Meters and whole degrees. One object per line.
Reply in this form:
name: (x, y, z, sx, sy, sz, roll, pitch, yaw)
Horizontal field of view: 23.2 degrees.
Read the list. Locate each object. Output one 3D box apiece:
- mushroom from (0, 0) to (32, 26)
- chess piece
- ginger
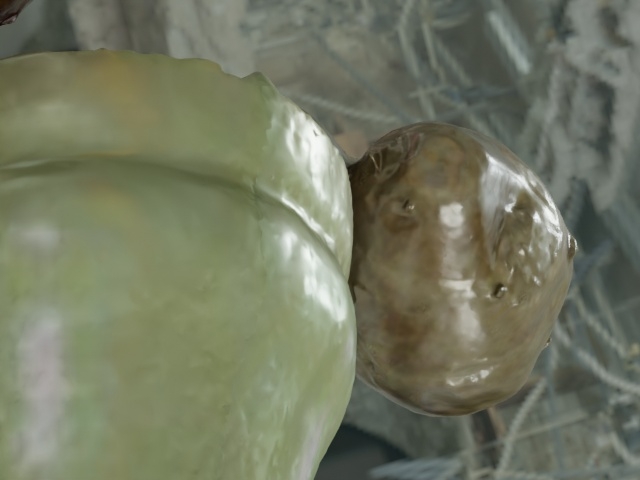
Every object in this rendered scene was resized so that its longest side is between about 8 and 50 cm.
mushroom: (-0.263, -0.250, 0.861, 0.356, 0.334, 0.331, 32, 66, -66)
chess piece: (-0.089, 0.165, 0.582, 0.234, 0.234, 0.442, 96, -6, -57)
ginger: (0.000, 0.000, 0.946, 0.244, 0.304, 0.155, 83, 25, -71)
